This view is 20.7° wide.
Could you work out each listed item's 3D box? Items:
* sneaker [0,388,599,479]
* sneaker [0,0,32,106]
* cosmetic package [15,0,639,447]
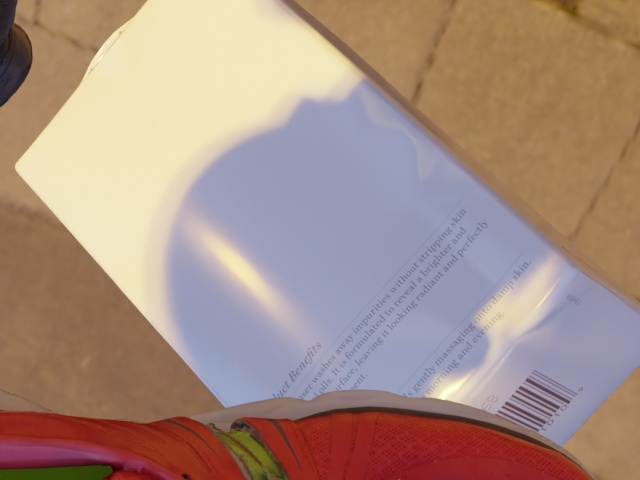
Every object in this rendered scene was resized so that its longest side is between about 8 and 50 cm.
[{"bbox_3d":[-0.034,0.099,0.509,0.279,0.107,0.118,3,-179,-16],"label":"sneaker"},{"bbox_3d":[-0.176,-0.059,0.707,0.051,0.170,0.089,42,180,22],"label":"sneaker"},{"bbox_3d":[0.000,0.000,1.133,0.385,0.217,0.156,47,-170,34],"label":"cosmetic package"}]
